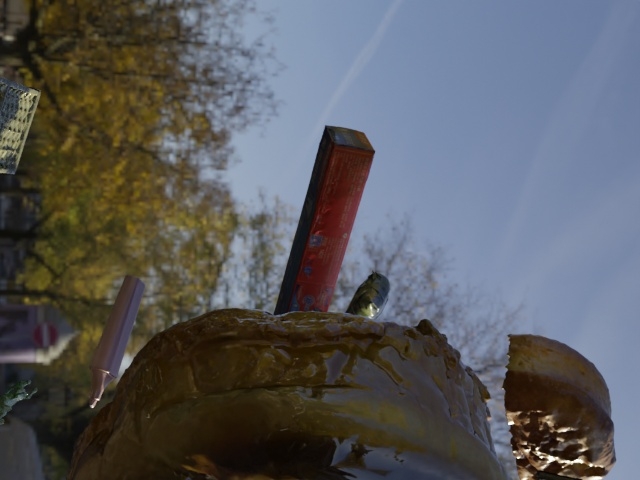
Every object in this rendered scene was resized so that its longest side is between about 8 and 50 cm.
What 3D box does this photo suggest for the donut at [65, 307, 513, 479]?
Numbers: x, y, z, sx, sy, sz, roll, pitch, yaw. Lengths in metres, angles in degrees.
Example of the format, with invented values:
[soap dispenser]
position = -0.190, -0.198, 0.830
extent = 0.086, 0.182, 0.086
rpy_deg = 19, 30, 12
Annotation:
[donut]
position = -0.030, 0.169, 0.679
extent = 0.330, 0.329, 0.160
rpy_deg = 110, -21, -47

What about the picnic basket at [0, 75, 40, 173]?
[picnic basket]
position = -0.497, -0.173, 1.232
extent = 0.196, 0.154, 0.134
rpy_deg = -5, 114, -82

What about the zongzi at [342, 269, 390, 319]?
[zongzi]
position = 0.091, 0.085, 1.532
extent = 0.109, 0.055, 0.119
rpy_deg = -57, 179, -29

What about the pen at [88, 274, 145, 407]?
[pen]
position = -0.301, 0.148, 1.356
extent = 0.053, 0.032, 0.197
rpy_deg = 68, 35, -65

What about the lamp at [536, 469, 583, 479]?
[lamp]
position = 0.381, 0.531, 1.557
extent = 0.172, 0.147, 0.228
rpy_deg = -52, 148, -63

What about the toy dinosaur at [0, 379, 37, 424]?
[toy dinosaur]
position = -0.368, 0.187, 1.074
extent = 0.062, 0.083, 0.021
rpy_deg = -125, -165, -63

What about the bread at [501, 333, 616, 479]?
[bread]
position = 0.441, 0.324, 1.689
extent = 0.194, 0.178, 0.340
rpy_deg = -71, 149, -52

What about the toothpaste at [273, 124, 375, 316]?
[toothpaste]
position = 0.000, 0.000, 1.324
extent = 0.076, 0.066, 0.321
rpy_deg = -109, -148, -61
